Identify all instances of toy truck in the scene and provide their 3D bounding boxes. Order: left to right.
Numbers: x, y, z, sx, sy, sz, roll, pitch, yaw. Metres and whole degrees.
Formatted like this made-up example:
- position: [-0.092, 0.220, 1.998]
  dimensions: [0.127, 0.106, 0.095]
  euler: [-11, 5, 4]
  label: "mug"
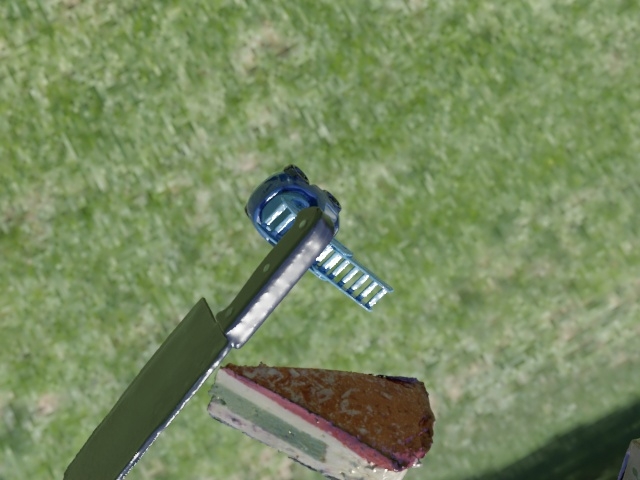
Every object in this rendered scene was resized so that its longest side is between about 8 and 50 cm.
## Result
- position: [0.000, 0.000, 1.104]
  dimensions: [0.136, 0.074, 0.063]
  euler: [37, 107, -30]
  label: "toy truck"

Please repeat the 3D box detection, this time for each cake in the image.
- position: [0.003, 0.194, 1.334]
  dimensions: [0.220, 0.116, 0.086]
  euler: [6, 134, -19]
  label: "cake"

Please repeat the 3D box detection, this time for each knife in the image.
- position: [-0.080, 0.068, 0.803]
  dimensions: [0.019, 0.072, 0.245]
  euler: [35, 101, -30]
  label: "knife"

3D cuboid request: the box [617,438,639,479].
- position: [0.277, 0.175, 0.852]
  dimensions: [0.111, 0.156, 0.060]
  euler: [-11, 121, -34]
  label: "box"
